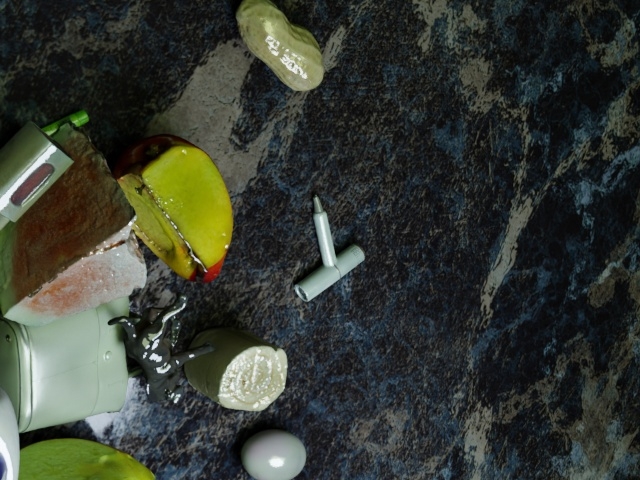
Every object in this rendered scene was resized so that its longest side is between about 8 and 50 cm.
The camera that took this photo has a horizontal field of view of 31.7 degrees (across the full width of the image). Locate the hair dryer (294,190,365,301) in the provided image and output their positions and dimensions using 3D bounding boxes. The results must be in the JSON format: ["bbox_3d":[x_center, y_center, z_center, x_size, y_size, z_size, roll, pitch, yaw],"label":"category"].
[{"bbox_3d":[-0.007,0.003,2.155,0.155,0.044,0.183,-37,118,-25],"label":"hair dryer"}]

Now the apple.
[{"bbox_3d":[-0.396,0.505,1.797,0.384,0.374,0.374,-41,124,-26],"label":"apple"}]

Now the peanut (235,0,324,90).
[{"bbox_3d":[-0.069,-0.345,1.966,0.098,0.090,0.214,-51,129,1],"label":"peanut"}]

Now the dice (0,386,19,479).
[{"bbox_3d":[-0.614,0.322,1.602,0.277,0.304,0.304,17,92,-39],"label":"dice"}]

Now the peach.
[{"bbox_3d":[-0.234,-0.060,1.877,0.154,0.158,0.267,-49,125,-23],"label":"peach"}]

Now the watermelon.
[{"bbox_3d":[-0.379,-0.016,1.747,0.193,0.231,0.310,90,13,-58],"label":"watermelon"}]

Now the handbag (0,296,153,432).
[{"bbox_3d":[-0.403,0.191,1.891,0.315,0.109,0.241,-13,112,-49],"label":"handbag"}]

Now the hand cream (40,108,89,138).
[{"bbox_3d":[-0.423,-0.172,1.785,0.122,0.023,0.036,-33,129,-25],"label":"hand cream"}]

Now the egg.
[{"bbox_3d":[-0.090,0.413,2.163,0.135,0.103,0.103,8,98,-36],"label":"egg"}]

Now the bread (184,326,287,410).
[{"bbox_3d":[-0.152,0.233,2.038,0.148,0.141,0.134,-5,105,-36],"label":"bread"}]

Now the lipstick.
[{"bbox_3d":[-0.492,-0.062,1.702,0.253,0.077,0.079,-45,147,-3],"label":"lipstick"}]

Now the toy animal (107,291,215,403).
[{"bbox_3d":[-0.270,0.184,1.918,0.148,0.084,0.233,-54,143,-27],"label":"toy animal"}]
